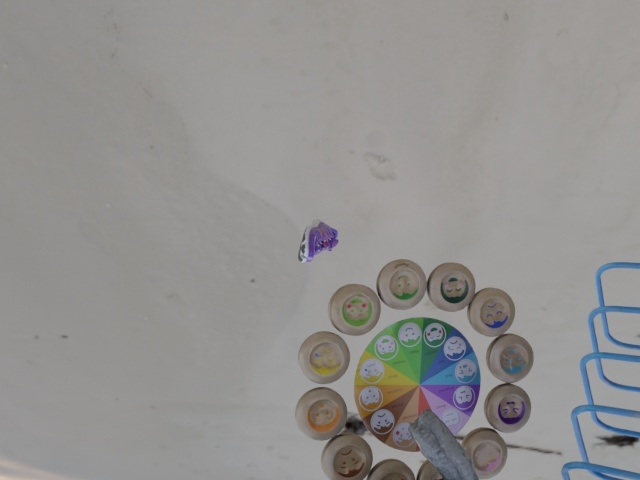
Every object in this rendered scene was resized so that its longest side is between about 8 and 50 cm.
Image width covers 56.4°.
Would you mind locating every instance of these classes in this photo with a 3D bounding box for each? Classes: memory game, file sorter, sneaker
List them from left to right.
[{"bbox_3d":[0.000,0.000,1.283,0.071,0.170,0.068,19,116,9],"label":"sneaker"},{"bbox_3d":[0.071,0.104,0.428,0.186,0.186,0.012,8,179,-14],"label":"memory game"},{"bbox_3d":[0.238,0.113,0.409,0.105,0.170,0.118,1,138,34],"label":"file sorter"}]

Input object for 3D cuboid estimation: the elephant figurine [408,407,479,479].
[{"bbox_3d":[0.057,0.262,0.370,0.169,0.186,0.239,31,137,0],"label":"elephant figurine"}]
